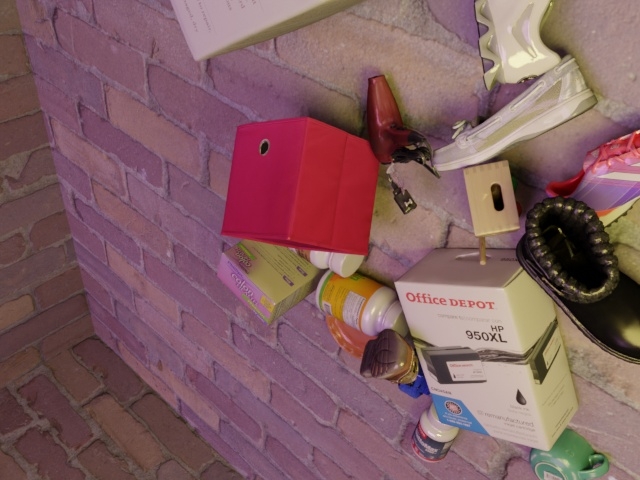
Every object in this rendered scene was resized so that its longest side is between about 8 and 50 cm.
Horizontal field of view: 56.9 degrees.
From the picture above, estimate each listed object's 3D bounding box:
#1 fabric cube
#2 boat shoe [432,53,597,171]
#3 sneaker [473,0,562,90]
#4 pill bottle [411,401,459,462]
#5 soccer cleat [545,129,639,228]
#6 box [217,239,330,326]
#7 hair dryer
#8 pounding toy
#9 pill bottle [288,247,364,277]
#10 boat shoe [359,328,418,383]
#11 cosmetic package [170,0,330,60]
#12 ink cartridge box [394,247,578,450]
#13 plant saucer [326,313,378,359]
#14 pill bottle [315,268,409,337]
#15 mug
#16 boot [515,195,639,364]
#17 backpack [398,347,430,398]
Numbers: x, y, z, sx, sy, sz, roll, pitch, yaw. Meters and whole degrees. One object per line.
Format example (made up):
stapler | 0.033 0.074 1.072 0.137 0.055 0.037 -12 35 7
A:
fabric cube | -0.045 -0.115 1.358 0.254 0.259 0.258 6 85 46
boat shoe | 0.332 -0.216 1.077 0.320 0.118 0.103 -24 92 48
sneaker | 0.316 -0.424 0.954 0.146 0.122 0.331 -8 102 24
pill bottle | 0.318 0.517 1.618 0.108 0.108 0.180 34 137 26
soccer cleat | 0.500 -0.127 0.950 0.116 0.109 0.318 38 144 2
box | -0.128 0.082 1.679 0.213 0.243 0.117 42 140 17
hair dryer | 0.171 -0.220 1.229 0.294 0.080 0.224 65 160 18
pounding toy | 0.344 -0.048 1.159 0.094 0.206 0.181 -11 86 15
pill bottle | 0.000 0.000 1.571 0.229 0.131 0.131 32 136 29
boat shoe | 0.182 0.287 1.421 0.116 0.123 0.324 17 169 -3
cosmetic package | -0.068 -0.567 1.078 0.393 0.329 0.328 -2 114 47
ink cartridge box | 0.365 0.228 1.310 0.285 0.166 0.395 -1 115 48
plant saucer | 0.101 0.256 1.723 0.200 0.037 0.200 27 133 33
pill bottle | 0.119 0.170 1.560 0.245 0.136 0.136 24 132 35
mug | 0.557 0.506 1.357 0.129 0.097 0.158 47 142 12
boot | 0.477 0.081 0.996 0.348 0.131 0.260 40 179 15
backpack | 0.262 0.366 1.578 0.101 0.098 0.120 33 136 22
